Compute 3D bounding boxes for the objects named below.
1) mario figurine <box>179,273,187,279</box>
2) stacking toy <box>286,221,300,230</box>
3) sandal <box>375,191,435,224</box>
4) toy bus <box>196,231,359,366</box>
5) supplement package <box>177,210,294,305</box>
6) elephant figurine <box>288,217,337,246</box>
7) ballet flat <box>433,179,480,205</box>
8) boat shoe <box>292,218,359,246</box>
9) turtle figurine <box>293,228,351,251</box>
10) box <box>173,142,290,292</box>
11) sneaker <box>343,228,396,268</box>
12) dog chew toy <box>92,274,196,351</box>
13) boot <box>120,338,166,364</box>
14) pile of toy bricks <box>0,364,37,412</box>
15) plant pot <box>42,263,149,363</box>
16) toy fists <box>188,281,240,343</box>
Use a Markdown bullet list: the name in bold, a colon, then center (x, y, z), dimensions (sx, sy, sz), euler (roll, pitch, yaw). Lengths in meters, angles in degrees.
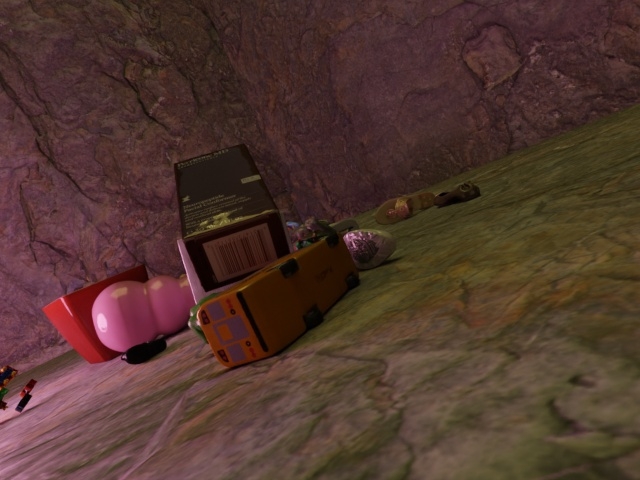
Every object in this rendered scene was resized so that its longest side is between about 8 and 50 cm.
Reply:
- **mario figurine**: center (-0.556, 0.205, 1.753), dimensions (0.321, 0.170, 0.198), euler (-31, 35, 23)
- **stacking toy**: center (-0.174, 0.065, 1.807), dimensions (0.175, 0.165, 0.302), euler (-18, 21, 31)
- **sandal**: center (0.318, -0.128, 1.653), dimensions (0.240, 0.088, 0.079), euler (-19, -3, -7)
- **toy bus**: center (-0.047, 0.083, 0.767), dimensions (0.130, 0.108, 0.333), euler (-24, 4, 27)
- **supplement package**: center (-0.198, 0.056, 1.176), dimensions (0.263, 0.199, 0.198), euler (-16, 2, -5)
- **elephant figurine**: center (-0.031, -0.017, 1.627), dimensions (0.169, 0.186, 0.239), euler (-46, 13, 0)
- **ballet flat**: center (0.438, -0.154, 1.474), dimensions (0.084, 0.058, 0.250), euler (-24, 3, -9)
- **boat shoe**: center (0.000, 0.000, 1.827), dimensions (0.335, 0.121, 0.119), euler (-14, -9, -25)
- **turtle figurine**: center (0.000, 0.023, 1.376), dimensions (0.234, 0.118, 0.175), euler (-16, 6, 22)
- **box**: center (-0.208, -0.072, 1.008), dimensions (0.191, 0.143, 0.381), euler (-19, 34, -10)
- **sneaker**: center (0.096, 0.014, 1.019), dimensions (0.115, 0.090, 0.232), euler (-22, 3, -36)
- **dog chew toy**: center (-0.476, 0.194, 1.320), dimensions (0.332, 0.206, 0.206), euler (-17, 1, -16)
- **boot**: center (-0.441, 0.271, 1.081), dimensions (0.099, 0.045, 0.121), euler (-20, -2, 29)
- **pile of toy bricks**: center (-0.794, 0.410, 1.083), dimensions (0.105, 0.118, 0.212), euler (-52, 14, 15)
- **plant pot**: center (-0.694, 0.254, 1.474), dimensions (0.267, 0.235, 0.267), euler (-19, 6, 46)
- **toy fists**: center (-0.139, 0.124, 0.895), dimensions (0.142, 0.096, 0.279), euler (-12, 7, 27)
